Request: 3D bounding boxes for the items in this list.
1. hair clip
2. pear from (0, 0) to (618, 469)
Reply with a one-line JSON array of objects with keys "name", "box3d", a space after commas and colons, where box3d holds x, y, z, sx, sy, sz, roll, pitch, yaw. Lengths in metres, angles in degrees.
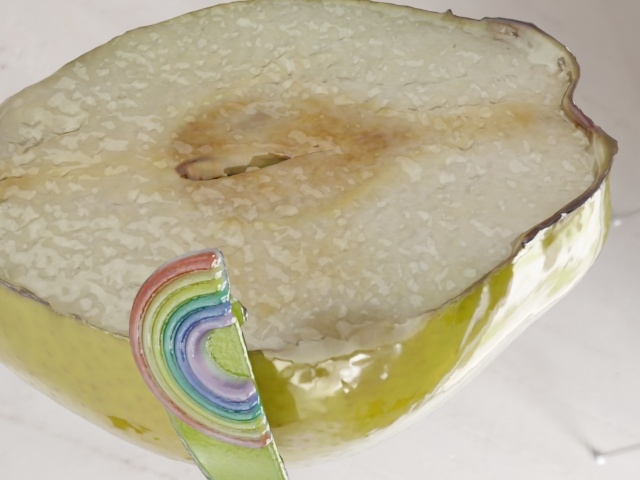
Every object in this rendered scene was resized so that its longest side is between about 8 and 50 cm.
[{"name": "hair clip", "box3d": [-0.049, 0.084, 0.691, 0.033, 0.060, 0.188, -64, 144, -46]}, {"name": "pear", "box3d": [-0.018, 0.007, 0.884, 0.387, 0.191, 0.340, -5, 41, 0]}]
